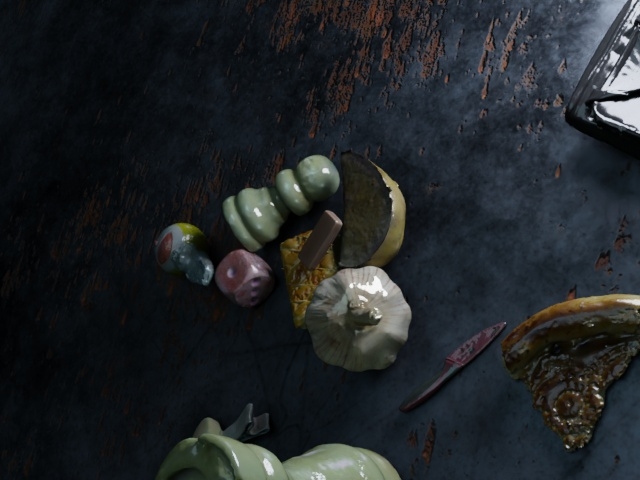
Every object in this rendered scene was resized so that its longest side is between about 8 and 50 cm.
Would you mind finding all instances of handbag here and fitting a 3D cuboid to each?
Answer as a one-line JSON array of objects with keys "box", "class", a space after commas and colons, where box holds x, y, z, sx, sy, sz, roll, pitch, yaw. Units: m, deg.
[{"box": [0.562, -0.271, 1.478, 0.244, 0.088, 0.275, 32, 94, 30], "class": "handbag"}]

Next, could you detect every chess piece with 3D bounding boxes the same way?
[{"box": [-0.073, -0.090, 1.850, 0.243, 0.133, 0.133, -32, 57, 16], "class": "chess piece"}, {"box": [-0.062, 0.422, 1.436, 0.234, 0.442, 0.234, -14, 64, 32], "class": "chess piece"}]

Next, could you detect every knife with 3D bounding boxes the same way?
[{"box": [0.232, 0.222, 1.580, 0.247, 0.018, 0.035, -43, 50, 11], "class": "knife"}]

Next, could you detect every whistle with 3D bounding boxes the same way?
[{"box": [-0.294, 0.034, 1.936, 0.123, 0.123, 0.223, -55, 37, 5], "class": "whistle"}]

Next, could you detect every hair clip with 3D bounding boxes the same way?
[{"box": [-0.200, 0.406, 1.762, 0.218, 0.071, 0.159, -38, 24, 23], "class": "hair clip"}]

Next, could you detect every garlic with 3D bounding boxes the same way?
[{"box": [0.073, 0.147, 1.575, 0.199, 0.226, 0.199, 0, 88, -5], "class": "garlic"}]

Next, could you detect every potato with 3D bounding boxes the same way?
[{"box": [0.110, -0.058, 1.711, 0.138, 0.098, 0.243, -11, 72, 42], "class": "potato"}]

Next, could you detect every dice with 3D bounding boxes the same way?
[{"box": [-0.156, 0.079, 1.858, 0.093, 0.091, 0.094, -47, 54, 11], "class": "dice"}]

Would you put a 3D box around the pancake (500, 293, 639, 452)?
[{"box": [0.414, 0.211, 1.429, 0.266, 0.057, 0.244, -11, 67, 30], "class": "pancake"}]

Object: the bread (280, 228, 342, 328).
[{"box": [-0.005, 0.071, 1.768, 0.125, 0.068, 0.188, -25, 60, 25], "class": "bread"}]

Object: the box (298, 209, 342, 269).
[{"box": [0.000, 0.000, 1.719, 0.048, 0.025, 0.115, 45, 113, 38], "class": "box"}]
